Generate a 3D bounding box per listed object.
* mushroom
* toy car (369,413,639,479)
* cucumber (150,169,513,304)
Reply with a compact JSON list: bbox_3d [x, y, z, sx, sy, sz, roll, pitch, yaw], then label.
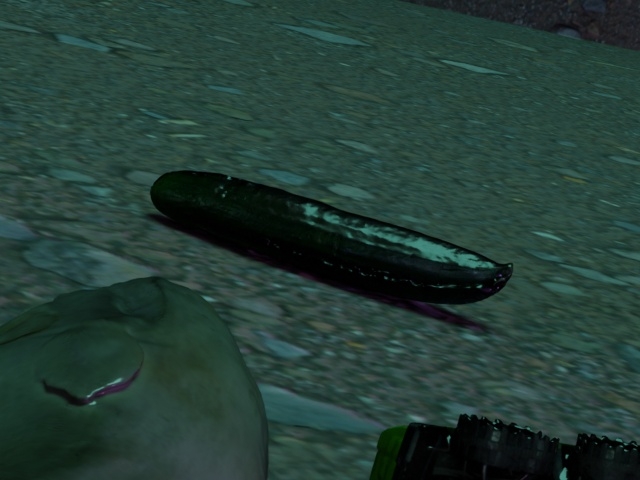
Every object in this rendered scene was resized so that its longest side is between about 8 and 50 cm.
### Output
[{"bbox_3d":[-0.063,0.065,0.386,0.092,0.081,0.223,33,14,0],"label":"mushroom"},{"bbox_3d":[0.087,0.087,0.487,0.165,0.071,0.062,10,-2,-18],"label":"toy car"},{"bbox_3d":[0.000,0.000,0.882,0.184,0.033,0.036,18,37,20],"label":"cucumber"}]
